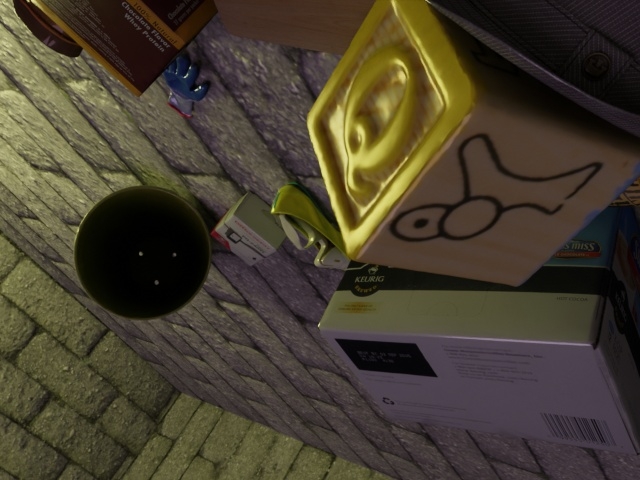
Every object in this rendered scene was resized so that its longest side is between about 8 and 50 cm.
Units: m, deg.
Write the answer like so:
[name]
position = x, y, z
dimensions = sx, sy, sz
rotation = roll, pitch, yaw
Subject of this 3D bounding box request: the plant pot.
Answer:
[plant pot]
position = -0.377, 0.038, 1.530
dimensions = 0.274, 0.275, 0.293
rotation = 36, 171, -3

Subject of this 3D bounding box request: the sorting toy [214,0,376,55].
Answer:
[sorting toy]
position = -0.008, -0.311, 0.657
dimensions = 0.257, 0.089, 0.255
rotation = 18, 150, 28

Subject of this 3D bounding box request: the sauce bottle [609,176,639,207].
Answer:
[sauce bottle]
position = 0.278, -0.087, 0.691
dimensions = 0.344, 0.111, 0.111
rotation = 0, 138, 51

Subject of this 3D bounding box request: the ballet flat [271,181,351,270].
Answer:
[ballet flat]
position = 0.000, 0.000, 1.191
dimensions = 0.231, 0.077, 0.077
rotation = 45, 151, -22

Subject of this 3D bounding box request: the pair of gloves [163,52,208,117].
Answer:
[pair of gloves]
position = -0.266, -0.277, 1.089
dimensions = 0.198, 0.023, 0.159
rotation = 34, 154, -1

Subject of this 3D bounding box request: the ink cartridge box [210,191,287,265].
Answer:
[ink cartridge box]
position = -0.135, -0.019, 1.330
dimensions = 0.109, 0.063, 0.150
rotation = 40, 154, -11

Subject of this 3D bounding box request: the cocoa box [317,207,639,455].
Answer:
[cocoa box]
position = 0.223, 0.095, 0.880
dimensions = 0.347, 0.228, 0.231
rotation = -3, 136, 38

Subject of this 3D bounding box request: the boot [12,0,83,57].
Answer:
[boot]
position = -0.428, -0.408, 0.995
dimensions = 0.305, 0.115, 0.112
rotation = 44, -160, 8

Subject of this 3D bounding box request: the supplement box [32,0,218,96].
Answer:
[supplement box]
position = -0.236, -0.317, 0.862
dimensions = 0.191, 0.129, 0.194
rotation = 43, 153, -17

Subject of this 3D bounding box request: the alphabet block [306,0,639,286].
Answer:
[alphabet block]
position = 0.128, -0.094, 0.616
dimensions = 0.197, 0.193, 0.192
rotation = 10, 134, -30

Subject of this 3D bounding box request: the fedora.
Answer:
[fedora]
position = 0.215, -0.190, 0.512
dimensions = 0.275, 0.243, 0.124
rotation = 38, 125, 9
